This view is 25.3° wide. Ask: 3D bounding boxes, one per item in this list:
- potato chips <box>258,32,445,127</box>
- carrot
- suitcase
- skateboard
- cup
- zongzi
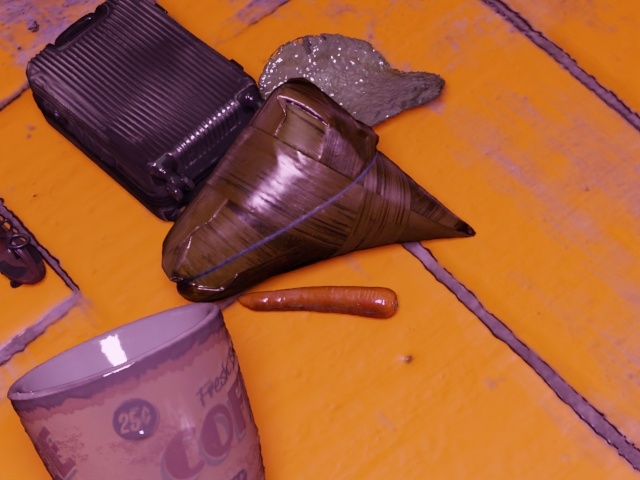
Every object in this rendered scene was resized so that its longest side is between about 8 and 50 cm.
[{"bbox_3d":[0.038,-0.187,1.795,0.228,0.059,0.167,19,68,14],"label":"potato chips"},{"bbox_3d":[-0.004,0.070,1.647,0.190,0.037,0.037,1,57,13],"label":"carrot"},{"bbox_3d":[-0.207,-0.163,1.769,0.202,0.128,0.312,-42,61,-18],"label":"suitcase"},{"bbox_3d":[-0.390,-0.005,1.720,0.151,0.080,0.067,35,62,24],"label":"skateboard"},{"bbox_3d":[-0.162,0.211,1.470,0.227,0.301,0.257,-17,100,10],"label":"cup"},{"bbox_3d":[0.000,0.000,1.652,0.300,0.138,0.286,35,92,-15],"label":"zongzi"}]
